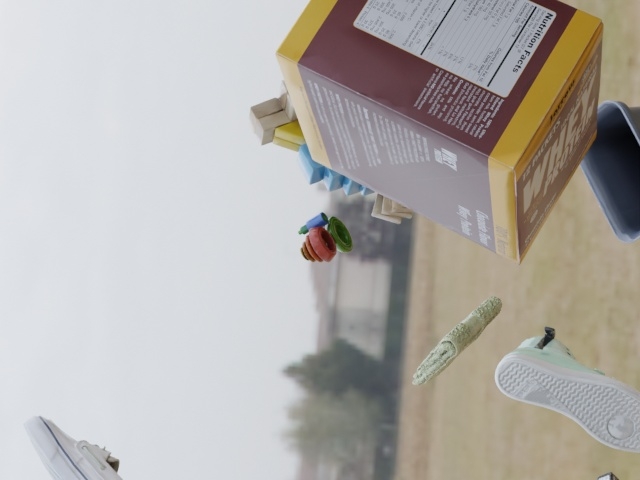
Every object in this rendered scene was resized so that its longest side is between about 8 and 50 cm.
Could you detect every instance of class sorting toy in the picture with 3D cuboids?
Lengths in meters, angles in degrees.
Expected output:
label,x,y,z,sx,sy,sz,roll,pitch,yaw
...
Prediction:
label,x,y,z,sx,sy,sz,roll,pitch,yaw
sorting toy,0.000,0.000,1.864,0.061,0.042,0.102,62,-156,2

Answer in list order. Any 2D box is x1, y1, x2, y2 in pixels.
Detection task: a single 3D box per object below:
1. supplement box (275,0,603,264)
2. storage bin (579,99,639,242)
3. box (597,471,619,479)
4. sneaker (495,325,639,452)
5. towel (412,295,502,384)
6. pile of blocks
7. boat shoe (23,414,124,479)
label,x,y,z,sx,sy,sz,roll,pitch,yaw
supplement box,0.094,-0.107,1.102,0.129,0.194,0.191,-58,-18,-14
storage bin,0.329,-0.073,1.495,0.098,0.091,0.135,-44,64,50
box,0.313,0.292,1.522,0.067,0.018,0.083,44,-145,-29
sneaker,0.386,0.206,2.095,0.151,0.256,0.094,-38,-31,-65
towel,0.174,0.129,1.863,0.110,0.027,0.148,-39,-11,-28
pile of blocks,0.079,-0.121,1.928,0.112,0.362,0.149,103,-179,-62
boat shoe,-0.286,0.297,1.848,0.226,0.076,0.083,47,157,24
